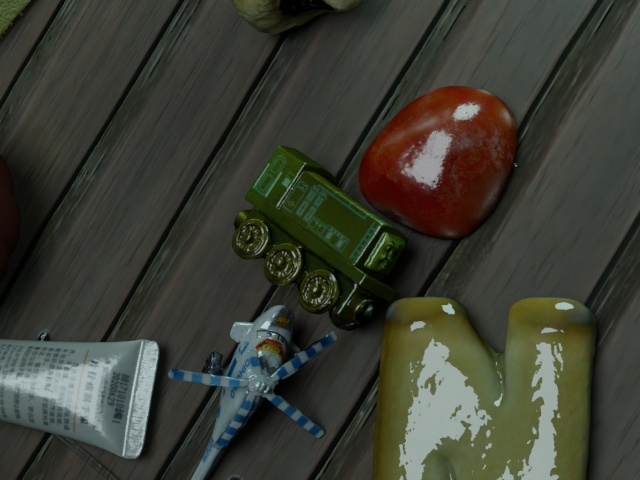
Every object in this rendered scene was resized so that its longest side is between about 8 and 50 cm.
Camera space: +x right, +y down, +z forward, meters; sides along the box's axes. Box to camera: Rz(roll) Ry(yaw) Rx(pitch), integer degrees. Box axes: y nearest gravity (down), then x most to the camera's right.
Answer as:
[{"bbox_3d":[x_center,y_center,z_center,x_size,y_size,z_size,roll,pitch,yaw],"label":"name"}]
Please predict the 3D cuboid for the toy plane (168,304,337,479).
[{"bbox_3d":[-0.092,0.199,1.603,0.182,0.107,0.273,7,109,-12],"label":"toy plane"}]

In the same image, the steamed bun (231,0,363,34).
[{"bbox_3d":[-0.010,-0.325,1.656,0.155,0.141,0.172,12,79,24],"label":"steamed bun"}]

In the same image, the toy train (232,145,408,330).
[{"bbox_3d":[0.000,0.000,1.579,0.225,0.090,0.137,36,94,37],"label":"toy train"}]

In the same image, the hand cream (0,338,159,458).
[{"bbox_3d":[-0.341,0.167,1.718,0.314,0.089,0.140,8,81,24],"label":"hand cream"}]

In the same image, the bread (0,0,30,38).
[{"bbox_3d":[-0.472,-0.322,1.920,0.188,0.068,0.125,-48,62,8],"label":"bread"}]

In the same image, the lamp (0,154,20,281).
[{"bbox_3d":[-0.522,-0.026,1.751,0.303,0.257,0.303,5,73,-15],"label":"lamp"}]

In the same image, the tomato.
[{"bbox_3d":[0.122,-0.097,1.559,0.166,0.082,0.174,30,93,30],"label":"tomato"}]

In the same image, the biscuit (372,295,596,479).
[{"bbox_3d":[0.163,0.199,1.474,0.236,0.062,0.291,0,78,27],"label":"biscuit"}]
